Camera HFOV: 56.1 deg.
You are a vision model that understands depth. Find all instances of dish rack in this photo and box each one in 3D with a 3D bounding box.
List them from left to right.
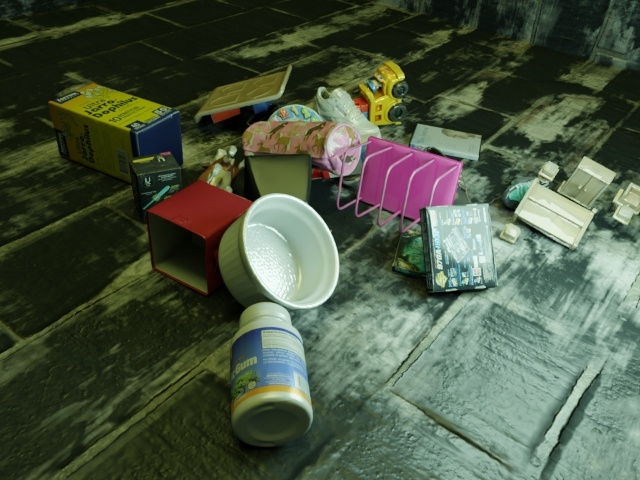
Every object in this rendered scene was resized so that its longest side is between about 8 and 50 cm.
[{"bbox_3d":[-0.102,-0.393,2.126,0.272,0.074,0.208,16,39,14],"label":"dish rack"}]

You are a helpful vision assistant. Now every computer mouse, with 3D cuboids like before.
[{"bbox_3d":[0.130,-0.219,1.939,0.106,0.042,0.193,1,35,33],"label":"computer mouse"}]

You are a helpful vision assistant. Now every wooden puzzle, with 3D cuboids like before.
[{"bbox_3d":[-0.271,-0.525,2.211,0.348,0.080,0.322,-15,28,12],"label":"wooden puzzle"}]

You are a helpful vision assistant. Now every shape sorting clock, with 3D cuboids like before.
[{"bbox_3d":[-0.086,-0.358,2.014,0.206,0.040,0.206,-1,77,3],"label":"shape sorting clock"}]

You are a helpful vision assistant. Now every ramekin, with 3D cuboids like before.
[{"bbox_3d":[-0.101,0.042,1.396,0.277,0.135,0.277,21,57,-36],"label":"ramekin"}]

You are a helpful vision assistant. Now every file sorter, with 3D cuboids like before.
[{"bbox_3d":[0.211,-0.145,1.688,0.291,0.202,0.182,21,29,25],"label":"file sorter"}]

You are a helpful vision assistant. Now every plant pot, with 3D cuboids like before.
[{"bbox_3d":[-0.113,-0.118,1.680,0.188,0.188,0.167,-4,49,-12],"label":"plant pot"}]

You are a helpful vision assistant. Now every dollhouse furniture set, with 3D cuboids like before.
[{"bbox_3d":[0.740,-0.049,1.795,0.303,0.174,0.355,33,73,14],"label":"dollhouse furniture set"}]

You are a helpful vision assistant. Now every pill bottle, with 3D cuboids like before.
[{"bbox_3d":[-0.104,0.255,1.197,0.152,0.152,0.272,-2,37,-9],"label":"pill bottle"}]

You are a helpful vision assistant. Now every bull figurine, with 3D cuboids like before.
[{"bbox_3d":[-0.299,-0.183,1.764,0.101,0.188,0.310,36,42,-18],"label":"bull figurine"}]

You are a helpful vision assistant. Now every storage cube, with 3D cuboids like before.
[{"bbox_3d":[-0.295,-0.013,1.505,0.215,0.183,0.193,24,40,24],"label":"storage cube"}]

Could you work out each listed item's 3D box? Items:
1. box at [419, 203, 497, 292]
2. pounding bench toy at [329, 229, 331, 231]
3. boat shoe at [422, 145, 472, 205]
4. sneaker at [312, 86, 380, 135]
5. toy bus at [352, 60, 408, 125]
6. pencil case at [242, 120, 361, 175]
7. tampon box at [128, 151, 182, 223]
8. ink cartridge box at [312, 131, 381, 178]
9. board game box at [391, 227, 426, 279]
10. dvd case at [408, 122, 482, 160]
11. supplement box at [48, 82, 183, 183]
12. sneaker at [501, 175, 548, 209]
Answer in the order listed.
[{"bbox_3d":[0.351,0.019,1.531,0.175,0.220,0.051,-4,-5,-12],"label":"box"},{"bbox_3d":[0.000,0.000,1.629,0.052,0.065,0.083,9,6,6],"label":"pounding bench toy"},{"bbox_3d":[0.370,-0.172,1.837,0.132,0.130,0.355,-7,38,-15],"label":"boat shoe"},{"bbox_3d":[0.086,-0.456,2.167,0.305,0.152,0.114,31,42,28],"label":"sneaker"},{"bbox_3d":[0.202,-0.534,2.238,0.212,0.220,0.149,-15,46,-15],"label":"toy bus"},{"bbox_3d":[-0.061,-0.284,1.825,0.386,0.167,0.160,9,-6,39],"label":"pencil case"},{"bbox_3d":[-0.460,-0.150,1.687,0.121,0.161,0.101,-14,41,-24],"label":"tampon box"},{"bbox_3d":[0.078,-0.270,1.924,0.231,0.078,0.134,-6,33,19],"label":"ink cartridge box"},{"bbox_3d":[0.270,0.036,1.636,0.126,0.026,0.186,12,37,9],"label":"board game box"},{"bbox_3d":[0.459,-0.363,2.193,0.253,0.022,0.180,13,38,10],"label":"dvd case"},{"bbox_3d":[-0.637,-0.336,1.886,0.357,0.195,0.194,20,39,20],"label":"supplement box"},{"bbox_3d":[0.626,-0.154,1.908,0.224,0.083,0.098,-19,22,-35],"label":"sneaker"}]
